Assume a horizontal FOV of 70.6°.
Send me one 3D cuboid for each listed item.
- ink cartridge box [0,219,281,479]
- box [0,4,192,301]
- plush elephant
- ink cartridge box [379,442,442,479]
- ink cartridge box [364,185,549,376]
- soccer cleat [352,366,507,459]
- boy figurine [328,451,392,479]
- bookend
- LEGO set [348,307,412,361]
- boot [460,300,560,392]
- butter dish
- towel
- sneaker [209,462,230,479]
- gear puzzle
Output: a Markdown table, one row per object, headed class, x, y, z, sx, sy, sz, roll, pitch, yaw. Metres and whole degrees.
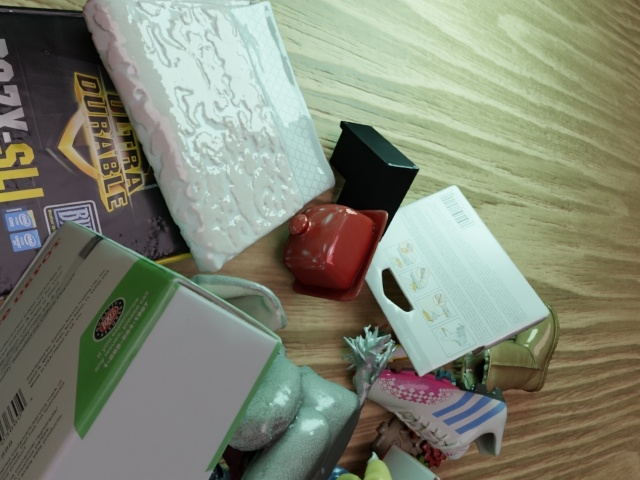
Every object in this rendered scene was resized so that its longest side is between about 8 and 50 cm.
| class | x | y | z | sx | sy | sz | roll | pitch | yaw |
| --- | --- | --- | --- | --- | --- | --- | --- | --- | --- |
| ink cartridge box | -0.203 | 0.113 | 0.409 | 0.121 | 0.289 | 0.211 | 40 | 73 | -40 |
| box | -0.291 | -0.113 | 0.567 | 0.257 | 0.079 | 0.322 | -14 | 96 | -32 |
| plush elephant | -0.094 | 0.185 | 0.541 | 0.330 | 0.255 | 0.272 | -52 | 155 | -30 |
| ink cartridge box | 0.170 | 0.519 | 0.794 | 0.197 | 0.114 | 0.273 | -51 | 125 | -16 |
| ink cartridge box | 0.210 | 0.067 | 0.820 | 0.261 | 0.066 | 0.296 | -22 | 63 | -12 |
| soccer cleat | 0.209 | 0.320 | 0.830 | 0.331 | 0.116 | 0.143 | 16 | 70 | -18 |
| boy figurine | 0.052 | 0.396 | 0.654 | 0.092 | 0.285 | 0.177 | 52 | 59 | -21 |
| bookend | 0.072 | -0.103 | 0.803 | 0.072 | 0.156 | 0.157 | 0 | 128 | -35 |
| LEGO set | 0.179 | 0.170 | 0.864 | 0.287 | 0.132 | 0.107 | -5 | 73 | -12 |
| boot | 0.439 | 0.241 | 1.034 | 0.269 | 0.089 | 0.236 | 15 | 80 | -37 |
| butter dish | 0.000 | 0.000 | 0.706 | 0.118 | 0.160 | 0.160 | 36 | 69 | -34 |
| towel | -0.118 | -0.169 | 0.639 | 0.317 | 0.053 | 0.332 | -38 | 113 | -48 |
| sneaker | -0.118 | 0.343 | 0.657 | 0.226 | 0.086 | 0.163 | -29 | 107 | -31 |
| gear puzzle | 0.188 | 0.410 | 0.890 | 0.339 | 0.044 | 0.175 | -38 | 109 | -30 |
